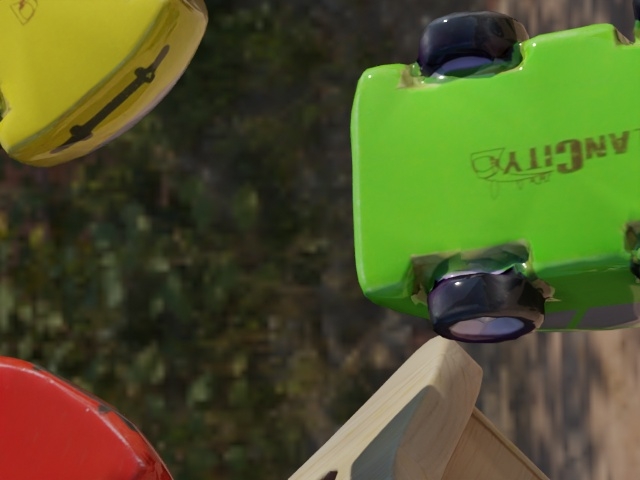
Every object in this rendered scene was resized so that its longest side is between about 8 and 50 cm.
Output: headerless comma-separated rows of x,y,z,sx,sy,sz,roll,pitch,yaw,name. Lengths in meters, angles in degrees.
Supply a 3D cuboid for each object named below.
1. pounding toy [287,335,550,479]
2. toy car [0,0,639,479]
-0.013,0.169,0.495,0.269,0.155,0.154,-44,8,9,pounding toy
0.000,0.000,0.388,0.053,0.225,0.239,34,-128,-60,toy car
